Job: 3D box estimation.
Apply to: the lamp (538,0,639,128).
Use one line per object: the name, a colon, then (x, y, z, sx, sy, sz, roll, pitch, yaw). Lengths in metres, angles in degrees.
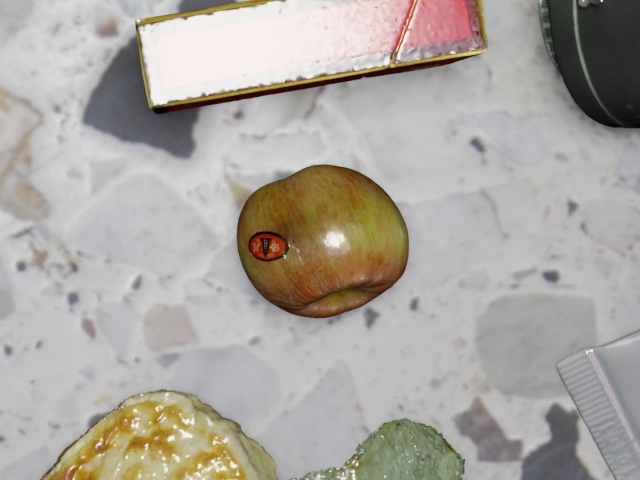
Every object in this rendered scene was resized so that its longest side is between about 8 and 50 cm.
lamp: (0.285, -0.176, 1.072, 0.272, 0.374, 0.205, 7, 89, 21)

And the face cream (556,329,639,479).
face cream: (0.425, 0.101, 1.207, 0.420, 0.137, 0.235, -28, 97, 9)

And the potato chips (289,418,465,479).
potato chips: (0.033, 0.248, 1.190, 0.228, 0.059, 0.167, -38, 91, 5)

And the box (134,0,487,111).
box: (-0.011, -0.143, 1.115, 0.239, 0.153, 0.074, -11, 90, -4)

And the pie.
pie: (-0.124, 0.219, 1.157, 0.205, 0.084, 0.179, -46, 72, 0)

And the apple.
apple: (0.003, 0.000, 1.142, 0.126, 0.126, 0.102, -14, 70, -4)
